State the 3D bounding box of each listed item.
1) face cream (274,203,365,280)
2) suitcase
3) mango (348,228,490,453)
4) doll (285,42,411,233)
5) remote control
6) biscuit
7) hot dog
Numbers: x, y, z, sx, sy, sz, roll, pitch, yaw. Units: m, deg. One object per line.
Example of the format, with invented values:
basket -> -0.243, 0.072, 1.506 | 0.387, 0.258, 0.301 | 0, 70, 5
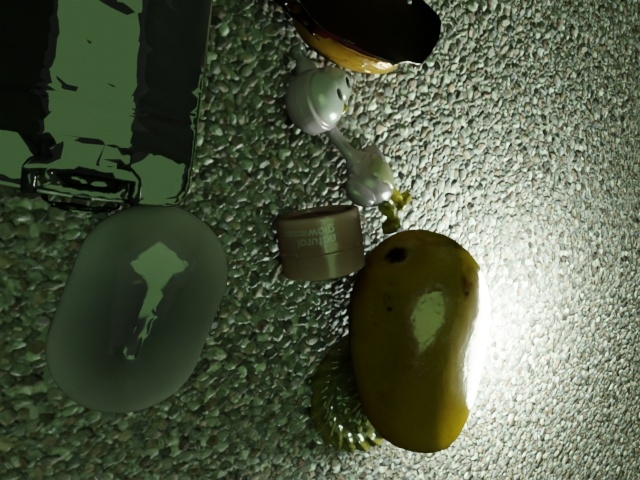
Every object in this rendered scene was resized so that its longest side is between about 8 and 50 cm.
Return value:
face cream -> 0.000, 0.000, 0.768 | 0.149, 0.149, 0.104 | -14, 103, -24
suitcase -> -0.288, -0.251, 0.561 | 0.283, 0.194, 0.433 | 5, 95, -27
mango -> 0.192, 0.201, 0.845 | 0.300, 0.232, 0.445 | -16, 107, -41
doll -> 0.048, -0.177, 0.786 | 0.365, 0.094, 0.160 | 57, 41, -27
remote control -> -0.274, 0.106, 0.673 | 0.221, 0.103, 0.331 | 21, 88, -22
biscuit -> 0.071, 0.350, 0.920 | 0.187, 0.036, 0.273 | -44, 114, -14
hot dog -> 0.037, -0.395, 0.758 | 0.326, 0.107, 0.194 | 31, 74, -17
